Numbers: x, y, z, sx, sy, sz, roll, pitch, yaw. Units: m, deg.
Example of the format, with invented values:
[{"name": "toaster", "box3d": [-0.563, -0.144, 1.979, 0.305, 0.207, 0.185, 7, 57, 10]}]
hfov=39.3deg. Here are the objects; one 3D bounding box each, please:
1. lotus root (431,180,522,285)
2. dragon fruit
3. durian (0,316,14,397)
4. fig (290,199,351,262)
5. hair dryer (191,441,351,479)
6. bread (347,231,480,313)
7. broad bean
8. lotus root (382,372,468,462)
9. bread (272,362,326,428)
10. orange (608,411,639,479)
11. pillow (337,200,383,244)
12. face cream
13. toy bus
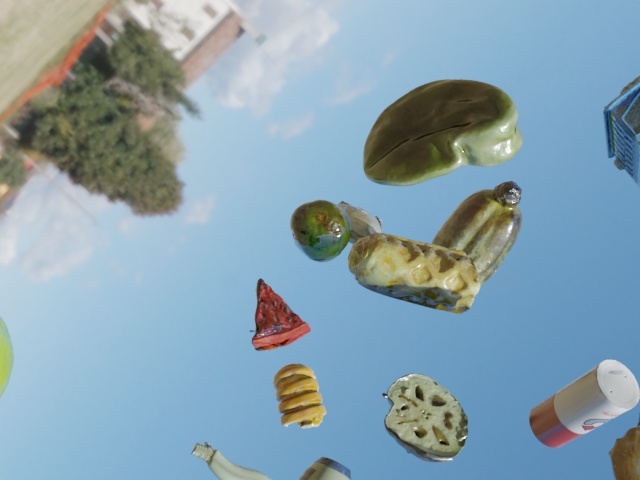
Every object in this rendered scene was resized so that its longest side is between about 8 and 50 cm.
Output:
[{"name": "lotus root", "box3d": [0.381, -0.010, 2.147, 0.309, 0.173, 0.173, -54, -165, 18]}, {"name": "dragon fruit", "box3d": [-0.098, 0.136, 1.550, 0.092, 0.122, 0.192, -45, -173, -6]}, {"name": "durian", "box3d": [-0.567, 0.185, 1.295, 0.255, 0.205, 0.340, -13, -150, 23]}, {"name": "fig", "box3d": [0.000, 0.000, 1.723, 0.117, 0.117, 0.178, -57, 164, -32]}, {"name": "hair dryer", "box3d": [-0.100, 0.516, 1.565, 0.119, 0.298, 0.296, 139, -40, -68]}, {"name": "bread", "box3d": [0.188, 0.062, 1.869, 0.152, 0.267, 0.130, 136, -33, -77]}, {"name": "broad bean", "box3d": [0.150, -0.139, 1.145, 0.206, 0.072, 0.153, -8, -129, 13]}, {"name": "lotus root", "box3d": [0.217, 0.395, 1.944, 0.183, 0.203, 0.078, -40, 164, -39]}, {"name": "bread", "box3d": [-0.057, 0.397, 2.277, 0.119, 0.177, 0.084, -14, 160, -8]}, {"name": "orange", "box3d": [0.495, 0.329, 1.274, 0.160, 0.112, 0.170, 120, -18, -50]}, {"name": "pillow", "box3d": [0.090, -0.033, 2.072, 0.208, 0.119, 0.053, -85, -164, -70]}, {"name": "face cream", "box3d": [0.494, 0.313, 1.695, 0.214, 0.095, 0.096, -52, -173, 49]}, {"name": "toy bus", "box3d": [0.598, -0.167, 1.535, 0.152, 0.190, 0.312, -38, 160, 9]}]
